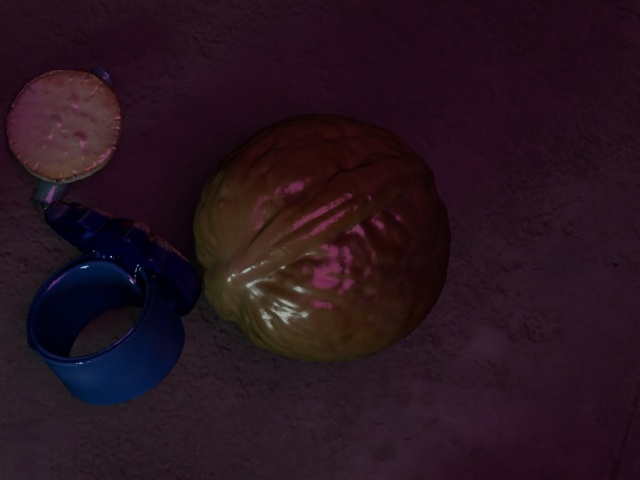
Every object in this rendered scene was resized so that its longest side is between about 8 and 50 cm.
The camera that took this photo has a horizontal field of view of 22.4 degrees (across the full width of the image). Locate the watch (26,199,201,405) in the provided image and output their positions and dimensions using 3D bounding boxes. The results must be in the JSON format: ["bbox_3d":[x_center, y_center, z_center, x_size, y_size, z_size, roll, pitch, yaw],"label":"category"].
[{"bbox_3d":[-0.255,0.081,1.908,0.200,0.196,0.171,-59,134,-22],"label":"watch"}]

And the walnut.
[{"bbox_3d":[0.000,0.000,1.934,0.332,0.333,0.333,2,84,-19],"label":"walnut"}]

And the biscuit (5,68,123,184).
[{"bbox_3d":[-0.311,-0.141,1.963,0.152,0.020,0.152,-2,74,7],"label":"biscuit"}]

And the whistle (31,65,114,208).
[{"bbox_3d":[-0.301,-0.125,1.987,0.039,0.039,0.186,27,77,-15],"label":"whistle"}]
